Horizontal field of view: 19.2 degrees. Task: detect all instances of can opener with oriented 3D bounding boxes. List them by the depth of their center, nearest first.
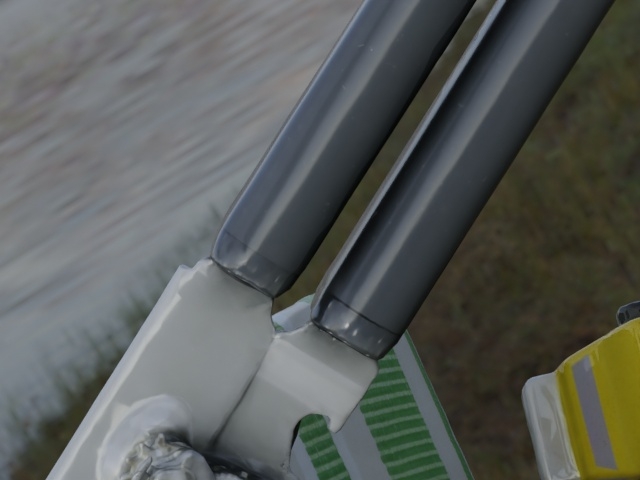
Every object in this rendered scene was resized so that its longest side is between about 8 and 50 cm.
[{"bbox_3d":[0.000,0.000,0.621,0.280,0.074,0.093,-58,8,10],"label":"can opener"}]

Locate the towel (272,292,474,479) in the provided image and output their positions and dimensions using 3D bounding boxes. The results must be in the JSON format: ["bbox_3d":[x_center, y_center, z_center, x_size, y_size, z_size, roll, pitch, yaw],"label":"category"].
[{"bbox_3d":[0.015,0.155,1.034,0.038,0.248,0.325,-22,1,24],"label":"towel"}]

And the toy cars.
[{"bbox_3d":[0.178,0.145,0.967,0.087,0.176,0.393,-12,26,-6],"label":"toy cars"}]
